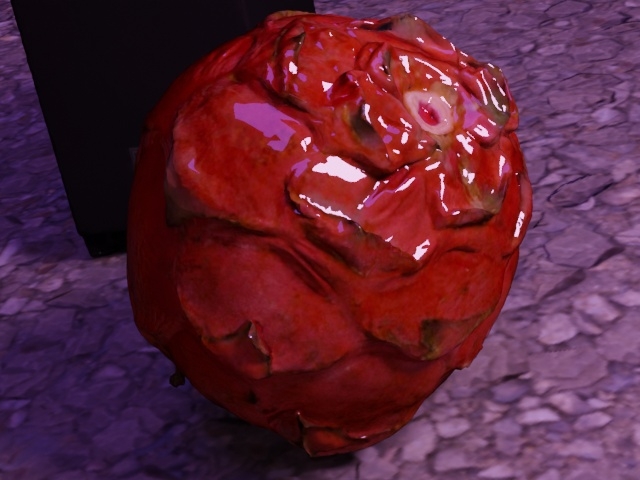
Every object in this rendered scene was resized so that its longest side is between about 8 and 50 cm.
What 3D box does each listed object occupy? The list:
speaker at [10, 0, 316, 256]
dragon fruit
[{"bbox_3d":[-0.107,-0.151,1.117,0.184,0.254,0.232,-4,29,12],"label":"speaker"},{"bbox_3d":[0.004,-0.009,0.813,0.240,0.252,0.241,-2,60,3],"label":"dragon fruit"}]
